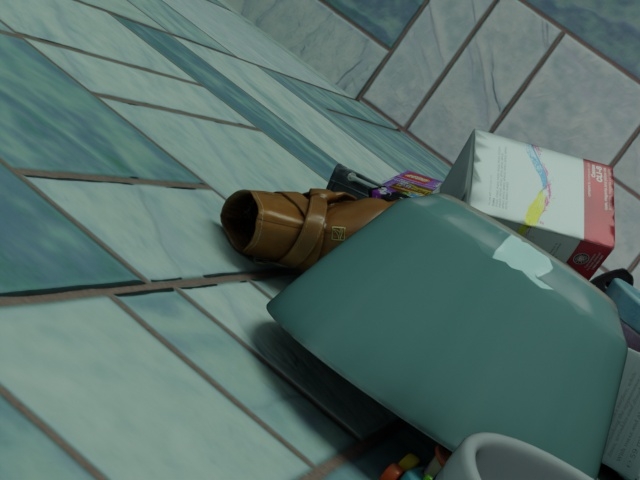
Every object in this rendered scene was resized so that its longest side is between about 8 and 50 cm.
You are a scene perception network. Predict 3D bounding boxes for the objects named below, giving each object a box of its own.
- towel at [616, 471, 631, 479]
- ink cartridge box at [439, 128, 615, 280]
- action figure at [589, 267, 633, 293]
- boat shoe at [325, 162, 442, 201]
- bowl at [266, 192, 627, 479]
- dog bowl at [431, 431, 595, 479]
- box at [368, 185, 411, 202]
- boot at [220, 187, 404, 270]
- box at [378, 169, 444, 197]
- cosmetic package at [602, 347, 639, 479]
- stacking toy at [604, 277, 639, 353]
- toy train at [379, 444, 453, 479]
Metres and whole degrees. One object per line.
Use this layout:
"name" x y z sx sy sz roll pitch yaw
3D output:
"towel" 0.340 0.194 1.506 0.374 0.090 0.320 43 10 32
"ink cartridge box" 0.231 -0.026 1.436 0.176 0.128 0.127 15 54 -8
"action figure" 0.388 0.117 1.787 0.185 0.099 0.285 51 -17 9
"boat shoe" 0.147 -0.018 1.541 0.301 0.102 0.108 19 -1 12
"bowl" 0.128 0.075 1.027 0.311 0.163 0.311 34 1 -1
"dog bowl" 0.159 0.234 0.718 0.265 0.104 0.265 34 11 -8
"box" 0.112 0.014 1.408 0.029 0.116 0.162 -15 26 -31
"boot" 0.000 0.000 1.301 0.220 0.109 0.283 6 3 -17
"box" 0.206 -0.011 1.690 0.293 0.057 0.201 20 21 21
"cosmetic package" 0.281 0.157 1.267 0.085 0.117 0.231 26 -1 -38
"stacking toy" 0.445 0.163 1.366 0.279 0.130 0.309 28 13 -40
"toy train" 0.122 0.202 0.901 0.166 0.046 0.125 30 12 -29
